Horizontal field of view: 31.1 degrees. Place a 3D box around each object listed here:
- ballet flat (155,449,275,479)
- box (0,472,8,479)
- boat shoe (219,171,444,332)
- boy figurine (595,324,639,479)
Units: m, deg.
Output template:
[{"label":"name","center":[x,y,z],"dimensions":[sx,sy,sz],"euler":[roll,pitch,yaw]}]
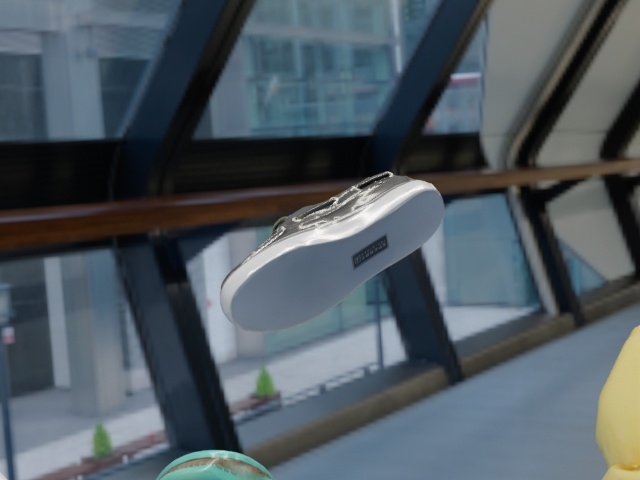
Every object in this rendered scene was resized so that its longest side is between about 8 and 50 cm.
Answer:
[{"label":"ballet flat","center":[-0.055,0.196,0.561],"dimensions":[0.083,0.087,0.247],"euler":[7,-39,-5]},{"label":"box","center":[-0.155,0.115,0.347],"dimensions":[0.203,0.114,0.103],"euler":[36,41,27]},{"label":"boat shoe","center":[0.000,0.000,0.971],"dimensions":[0.228,0.080,0.076],"euler":[-31,41,-26]},{"label":"boy figurine","center":[0.221,0.121,0.660],"dimensions":[0.092,0.177,0.285],"euler":[-23,-3,37]}]
